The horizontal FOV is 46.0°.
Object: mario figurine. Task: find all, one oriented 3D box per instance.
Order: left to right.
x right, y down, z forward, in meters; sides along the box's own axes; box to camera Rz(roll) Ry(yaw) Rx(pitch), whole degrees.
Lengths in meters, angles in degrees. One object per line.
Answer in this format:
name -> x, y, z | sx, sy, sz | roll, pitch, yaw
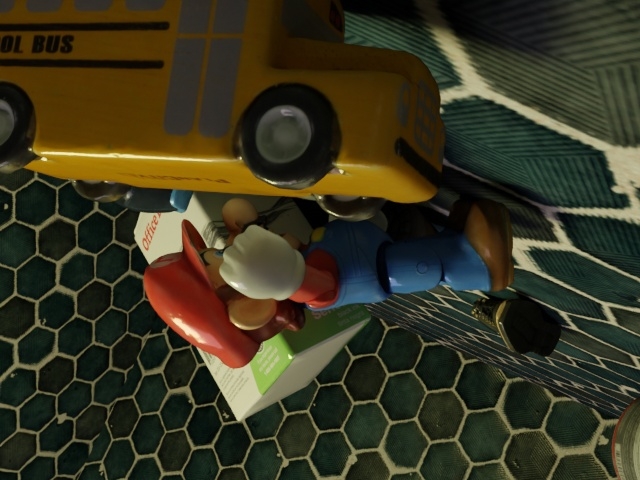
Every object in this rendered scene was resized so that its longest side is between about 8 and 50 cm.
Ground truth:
mario figurine -> 0.000, 0.000, 0.675 | 0.320, 0.170, 0.198 | -10, 147, -4

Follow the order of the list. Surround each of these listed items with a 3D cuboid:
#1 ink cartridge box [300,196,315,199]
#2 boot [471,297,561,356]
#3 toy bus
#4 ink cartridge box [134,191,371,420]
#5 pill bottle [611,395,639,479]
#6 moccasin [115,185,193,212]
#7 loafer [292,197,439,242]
ink cartridge box -> -0.064, -0.104, 0.623 | 0.153, 0.087, 0.208 | 28, 172, -30
boot -> 0.272, 0.118, 1.164 | 0.137, 0.077, 0.198 | 26, 174, 39
toy bus -> -0.097, -0.091, 0.442 | 0.332, 0.130, 0.108 | 5, 174, 22
ink cartridge box -> -0.092, 0.039, 0.874 | 0.273, 0.114, 0.198 | 57, 144, 16
pill bottle -> 0.513, 0.284, 0.970 | 0.210, 0.210, 0.363 | 23, 173, 15
moccasin -> -0.248, -0.126, 0.817 | 0.116, 0.138, 0.342 | 2, -165, -37
loafer -> 0.016, 0.008, 0.966 | 0.130, 0.134, 0.366 | 31, 171, -36
